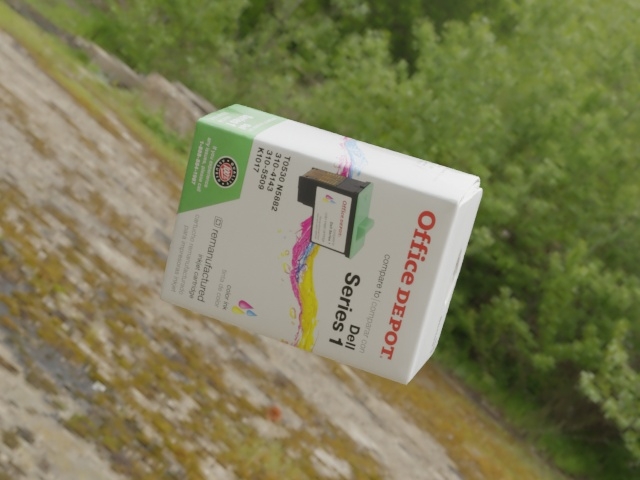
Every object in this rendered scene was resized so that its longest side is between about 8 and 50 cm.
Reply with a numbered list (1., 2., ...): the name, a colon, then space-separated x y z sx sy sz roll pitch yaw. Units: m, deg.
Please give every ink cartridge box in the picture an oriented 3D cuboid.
1. ink cartridge box: 0.000 0.000 1.202 0.278 0.201 0.117 18 18 13
